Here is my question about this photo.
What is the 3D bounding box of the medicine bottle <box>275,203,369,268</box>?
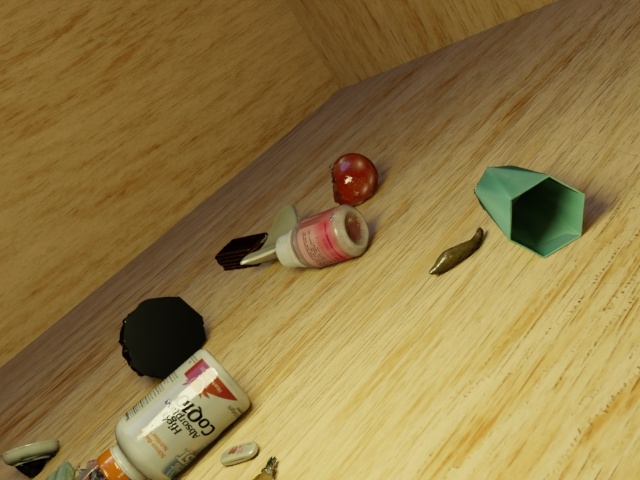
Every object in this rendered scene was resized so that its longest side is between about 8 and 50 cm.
[{"bbox_3d":[0.000,0.000,1.550,0.247,0.147,0.147,-20,24,39],"label":"medicine bottle"}]

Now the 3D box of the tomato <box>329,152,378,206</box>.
[{"bbox_3d":[0.106,-0.193,1.835,0.167,0.167,0.167,-31,19,12],"label":"tomato"}]

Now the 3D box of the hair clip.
[{"bbox_3d":[-0.111,-0.004,1.821,0.172,0.113,0.282,-22,28,34],"label":"hair clip"}]

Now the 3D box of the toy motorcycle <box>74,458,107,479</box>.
[{"bbox_3d":[-0.493,0.535,1.205,0.212,0.084,0.118,-47,20,4],"label":"toy motorcycle"}]

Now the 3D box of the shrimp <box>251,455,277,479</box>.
[{"bbox_3d":[-0.203,0.454,0.925,0.287,0.068,0.185,-30,21,10],"label":"shrimp"}]

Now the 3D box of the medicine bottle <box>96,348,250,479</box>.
[{"bbox_3d":[-0.292,0.363,1.151,0.288,0.157,0.157,-41,20,-16],"label":"medicine bottle"}]

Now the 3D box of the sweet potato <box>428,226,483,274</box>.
[{"bbox_3d":[0.282,0.023,1.186,0.153,0.038,0.041,-37,42,-11],"label":"sweet potato"}]

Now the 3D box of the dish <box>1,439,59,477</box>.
[{"bbox_3d":[-0.763,0.587,1.547,0.141,0.078,0.141,-17,-20,-6],"label":"dish"}]

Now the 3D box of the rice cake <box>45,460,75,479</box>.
[{"bbox_3d":[-0.637,0.600,1.323,0.189,0.037,0.198,-39,14,-7],"label":"rice cake"}]

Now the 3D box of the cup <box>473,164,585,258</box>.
[{"bbox_3d":[0.380,-0.069,1.115,0.148,0.134,0.236,-30,16,4],"label":"cup"}]

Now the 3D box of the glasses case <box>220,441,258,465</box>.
[{"bbox_3d":[-0.148,0.387,1.060,0.083,0.021,0.032,-25,20,26],"label":"glasses case"}]

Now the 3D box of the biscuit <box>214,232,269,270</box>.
[{"bbox_3d":[-0.263,0.040,2.005,0.252,0.070,0.106,-10,30,50],"label":"biscuit"}]

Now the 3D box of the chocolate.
[{"bbox_3d":[-0.465,0.274,1.613,0.177,0.206,0.224,-27,23,53],"label":"chocolate"}]
